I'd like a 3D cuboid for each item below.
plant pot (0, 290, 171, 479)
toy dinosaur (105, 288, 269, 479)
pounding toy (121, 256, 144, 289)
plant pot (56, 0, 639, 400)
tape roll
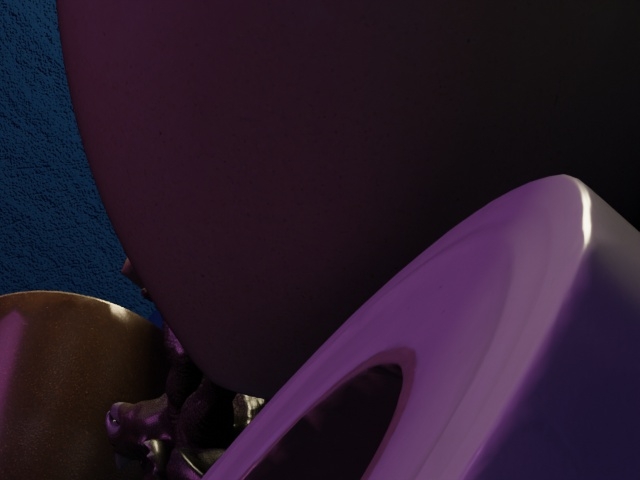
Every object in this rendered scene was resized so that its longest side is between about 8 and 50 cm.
[{"bbox_3d":[-0.202,0.191,1.123,0.215,0.215,0.230,-45,22,36],"label":"plant pot"},{"bbox_3d":[-0.040,0.108,0.838,0.121,0.160,0.313,-7,11,-15],"label":"toy dinosaur"},{"bbox_3d":[-0.056,-0.010,1.191,0.181,0.094,0.206,-40,21,31],"label":"pounding toy"},{"bbox_3d":[0.021,-0.029,0.695,0.284,0.284,0.191,-144,59,-83],"label":"plant pot"},{"bbox_3d":[0.013,0.118,0.455,0.286,0.100,0.286,-49,7,8],"label":"tape roll"}]
